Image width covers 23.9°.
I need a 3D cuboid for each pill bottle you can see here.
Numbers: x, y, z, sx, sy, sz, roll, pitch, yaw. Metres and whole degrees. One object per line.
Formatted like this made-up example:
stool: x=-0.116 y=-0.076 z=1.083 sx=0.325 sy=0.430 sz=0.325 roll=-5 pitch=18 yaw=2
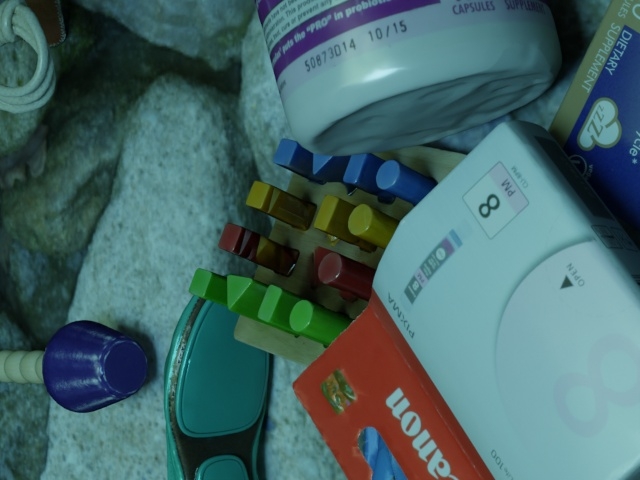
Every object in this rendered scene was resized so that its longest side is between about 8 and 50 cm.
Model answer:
pill bottle: x=0.027 y=-0.216 z=0.910 sx=0.169 sy=0.169 sz=0.301 roll=-24 pitch=77 yaw=45

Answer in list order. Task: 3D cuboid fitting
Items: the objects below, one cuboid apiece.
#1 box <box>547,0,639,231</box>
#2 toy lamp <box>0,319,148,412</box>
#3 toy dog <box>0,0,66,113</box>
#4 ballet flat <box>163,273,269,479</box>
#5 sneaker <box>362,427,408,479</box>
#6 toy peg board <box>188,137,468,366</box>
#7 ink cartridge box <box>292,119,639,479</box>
box: x=0.232 y=-0.042 z=0.777 sx=0.225 sy=0.036 sz=0.136 roll=35 pitch=119 yaw=23
toy lamp: x=-0.247 y=0.107 z=1.298 sx=0.275 sy=0.080 sz=0.080 roll=-3 pitch=92 yaw=46
toy dog: x=-0.294 y=-0.231 z=1.294 sx=0.334 sy=0.161 sz=0.220 roll=11 pitch=99 yaw=30
ballet flat: x=-0.087 y=0.147 z=1.136 sx=0.087 sy=0.083 sz=0.247 roll=3 pitch=94 yaw=60
sneaker: x=0.073 y=0.161 z=0.974 sx=0.082 sy=0.069 sz=0.209 roll=8 pitch=100 yaw=42
toy peg board: x=0.000 y=0.000 z=0.981 sx=0.161 sy=0.079 sz=0.160 roll=16 pitch=84 yaw=48
ink cartridge box: x=0.085 y=0.080 z=0.819 sx=0.232 sy=0.066 sz=0.189 roll=-44 pitch=62 yaw=23
